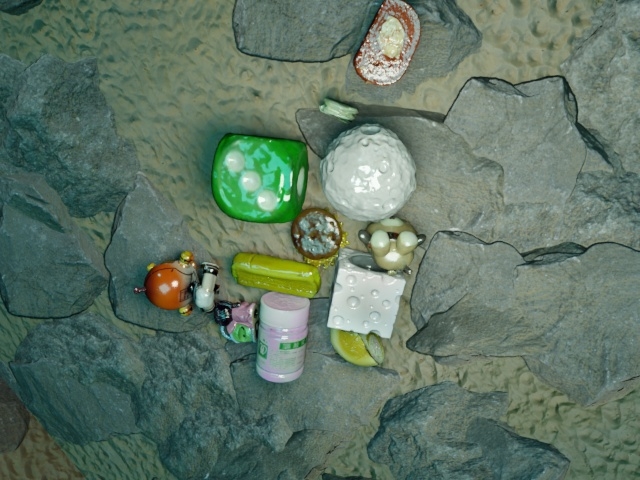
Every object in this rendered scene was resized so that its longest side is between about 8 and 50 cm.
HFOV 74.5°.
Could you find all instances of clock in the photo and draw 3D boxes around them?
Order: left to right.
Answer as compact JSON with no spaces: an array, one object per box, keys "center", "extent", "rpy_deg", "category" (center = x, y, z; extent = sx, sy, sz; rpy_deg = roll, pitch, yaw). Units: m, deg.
[{"center":[-0.367,0.356,1.847],"extent":[0.195,0.100,0.194],"rpy_deg":[3,107,13],"category":"clock"}]

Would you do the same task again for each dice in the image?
[{"center":[-0.211,-0.237,1.558],"extent":[0.299,0.287,0.297],"rpy_deg":[8,106,10],"category":"dice"}]

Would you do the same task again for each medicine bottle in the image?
[{"center":[-0.157,0.396,1.752],"extent":[0.211,0.212,0.326],"rpy_deg":[9,105,10],"category":"medicine bottle"}]

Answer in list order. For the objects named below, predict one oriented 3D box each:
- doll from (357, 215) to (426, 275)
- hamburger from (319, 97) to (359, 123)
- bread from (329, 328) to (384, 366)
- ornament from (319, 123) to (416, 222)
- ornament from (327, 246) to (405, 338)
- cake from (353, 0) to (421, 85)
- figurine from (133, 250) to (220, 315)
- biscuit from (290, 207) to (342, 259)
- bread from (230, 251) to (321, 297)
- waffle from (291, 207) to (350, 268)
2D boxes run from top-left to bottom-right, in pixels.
[{"center":[0.254,0.012,1.497],"extent":[0.234,0.330,0.174],"rpy_deg":[-4,108,7],"category":"doll"},{"center":[0.066,-0.468,1.516],"extent":[0.140,0.133,0.063],"rpy_deg":[46,121,46],"category":"hamburger"},{"center":[0.134,0.404,1.728],"extent":[0.156,0.158,0.261],"rpy_deg":[-28,97,28],"category":"bread"},{"center":[0.156,-0.221,1.451],"extent":[0.336,0.337,0.337],"rpy_deg":[3,105,12],"category":"ornament"},{"center":[0.164,0.190,1.592],"extent":[0.239,0.239,0.240],"rpy_deg":[11,108,0],"category":"ornament"},{"center":[0.229,-0.657,1.428],"extent":[0.176,0.151,0.283],"rpy_deg":[26,109,-8],"category":"cake"},{"center":[-0.608,0.200,1.808],"extent":[0.322,0.196,0.320],"rpy_deg":[8,112,0],"category":"figurine"},{"center":[-0.017,-0.024,1.649],"extent":[0.212,0.036,0.212],"rpy_deg":[2,103,11],"category":"biscuit"},{"center":[-0.182,0.132,1.733],"extent":[0.383,0.112,0.166],"rpy_deg":[9,133,11],"category":"bread"},{"center":[0.000,0.000,1.699],"extent":[0.228,0.051,0.232],"rpy_deg":[-28,98,15],"category":"waffle"}]
